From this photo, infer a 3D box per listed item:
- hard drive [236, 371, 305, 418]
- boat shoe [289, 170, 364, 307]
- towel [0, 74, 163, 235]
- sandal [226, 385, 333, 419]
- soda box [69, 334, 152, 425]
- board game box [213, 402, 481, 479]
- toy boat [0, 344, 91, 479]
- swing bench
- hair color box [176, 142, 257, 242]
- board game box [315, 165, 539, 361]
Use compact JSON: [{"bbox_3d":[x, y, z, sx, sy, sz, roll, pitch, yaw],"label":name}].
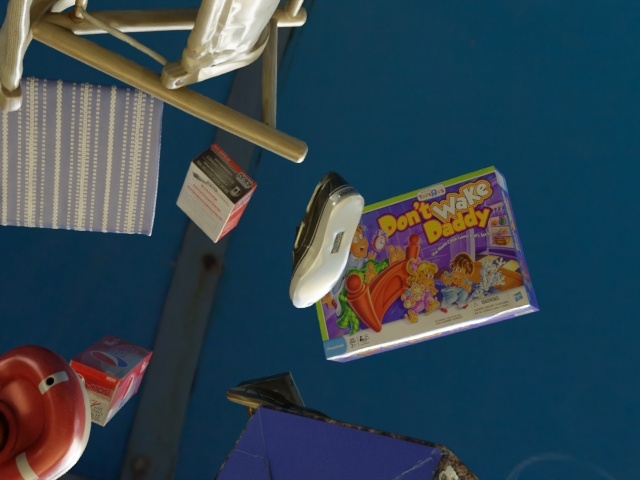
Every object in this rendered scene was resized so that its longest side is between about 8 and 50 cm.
[{"bbox_3d":[-0.062,0.269,1.537,0.094,0.022,0.135,-16,-78,31],"label":"hard drive"},{"bbox_3d":[0.000,0.000,1.496,0.077,0.070,0.219,-4,-50,-37],"label":"boat shoe"},{"bbox_3d":[-0.398,-0.125,1.453,0.336,0.040,0.243,5,-57,-8],"label":"towel"},{"bbox_3d":[-0.062,0.251,1.459,0.180,0.072,0.049,18,-83,25],"label":"sandal"},{"bbox_3d":[-0.359,0.228,1.714,0.092,0.263,0.083,22,-86,-1],"label":"soda box"},{"bbox_3d":[0.068,0.291,0.878,0.232,0.141,0.291,3,-37,48],"label":"board game box"},{"bbox_3d":[-0.363,0.201,1.078,0.231,0.151,0.151,-30,-22,-3],"label":"toy boat"},{"bbox_3d":[-0.093,-0.210,0.736,0.254,0.165,0.253,10,-32,-17],"label":"swing bench"},{"bbox_3d":[-0.161,-0.070,1.560,0.093,0.053,0.167,45,-24,3],"label":"hair color box"},{"bbox_3d":[0.156,0.044,1.677,0.347,0.233,0.078,-18,-17,19],"label":"board game box"}]
